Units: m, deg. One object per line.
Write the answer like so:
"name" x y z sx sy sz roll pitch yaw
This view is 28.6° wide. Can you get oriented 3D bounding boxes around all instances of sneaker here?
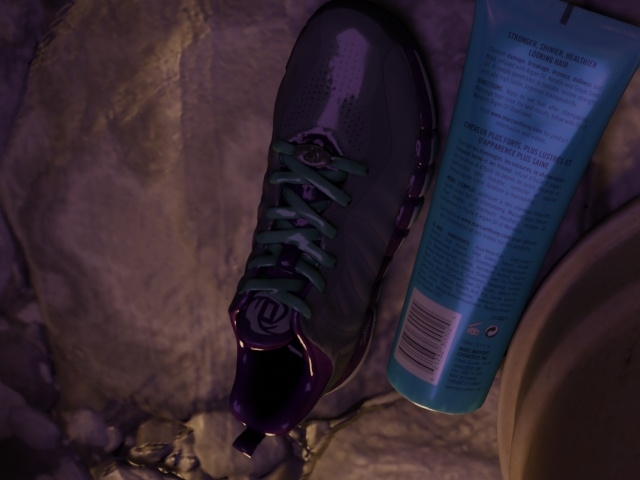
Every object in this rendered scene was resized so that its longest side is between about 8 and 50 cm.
"sneaker" 0.000 0.000 0.605 0.083 0.098 0.223 15 120 15

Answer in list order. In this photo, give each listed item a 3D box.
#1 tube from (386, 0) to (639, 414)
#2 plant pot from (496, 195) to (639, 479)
"tube" 0.083 -0.015 0.596 0.080 0.052 0.207 20 116 8
"plant pot" 0.196 0.172 0.488 0.334 0.305 0.333 10 119 18
